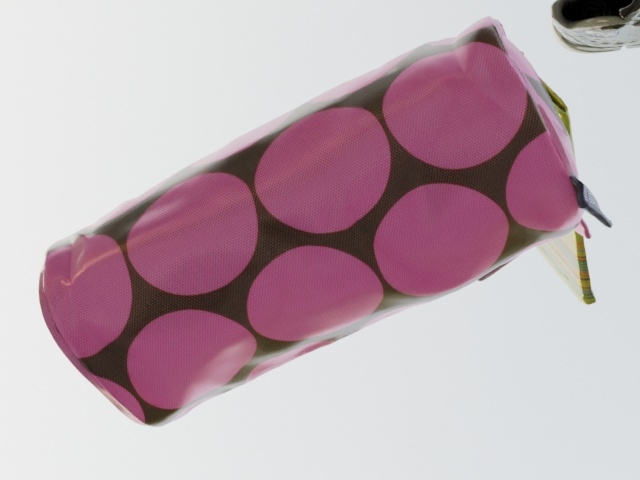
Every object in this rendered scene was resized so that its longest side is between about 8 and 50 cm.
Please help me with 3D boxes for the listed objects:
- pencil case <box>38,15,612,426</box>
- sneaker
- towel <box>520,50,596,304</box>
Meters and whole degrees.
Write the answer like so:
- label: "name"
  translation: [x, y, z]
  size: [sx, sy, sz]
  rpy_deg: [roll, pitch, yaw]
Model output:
- label: "pencil case"
  translation: [0.000, 0.000, 0.421]
  size: [0.209, 0.095, 0.098]
  rpy_deg: [-24, -52, 8]
- label: "sneaker"
  translation: [0.318, -0.214, 0.961]
  size: [0.228, 0.132, 0.086]
  rpy_deg: [-8, -90, 20]
- label: "towel"
  translation: [0.209, -0.050, 0.945]
  size: [0.021, 0.102, 0.237]
  rpy_deg: [-25, -47, -5]
